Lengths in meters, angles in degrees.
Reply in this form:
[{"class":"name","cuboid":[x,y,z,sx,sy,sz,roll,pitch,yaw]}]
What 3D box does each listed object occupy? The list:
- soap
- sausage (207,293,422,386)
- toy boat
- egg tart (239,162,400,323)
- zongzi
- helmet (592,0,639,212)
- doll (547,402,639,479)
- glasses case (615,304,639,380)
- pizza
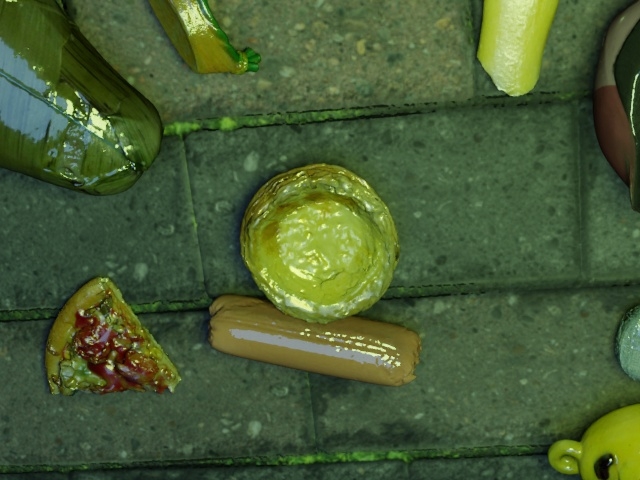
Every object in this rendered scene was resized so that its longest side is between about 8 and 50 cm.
[{"class":"soap","cuboid":[0.231,-0.259,1.301,0.089,0.033,0.168,13,112,3]},{"class":"sausage","cuboid":[-0.009,0.132,1.448,0.289,0.086,0.086,11,112,1]},{"class":"toy boat","cuboid":[-0.151,-0.292,1.312,0.088,0.089,0.229,-35,108,-21]},{"class":"egg tart","cuboid":[0.001,-0.001,1.395,0.213,0.090,0.212,3,113,7]},{"class":"zongzi","cuboid":[-0.321,-0.252,1.310,0.323,0.160,0.360,16,105,-6]},{"class":"helmet","cuboid":[0.390,-0.174,1.255,0.198,0.154,0.253,-8,127,-31]},{"class":"doll","cuboid":[0.553,0.313,1.427,0.423,0.161,0.348,-23,124,22]},{"class":"glasses case","cuboid":[0.523,0.148,1.407,0.282,0.067,0.109,9,109,4]},{"class":"pizza","cuboid":[-0.282,0.154,1.504,0.193,0.053,0.201,18,111,-1]}]
